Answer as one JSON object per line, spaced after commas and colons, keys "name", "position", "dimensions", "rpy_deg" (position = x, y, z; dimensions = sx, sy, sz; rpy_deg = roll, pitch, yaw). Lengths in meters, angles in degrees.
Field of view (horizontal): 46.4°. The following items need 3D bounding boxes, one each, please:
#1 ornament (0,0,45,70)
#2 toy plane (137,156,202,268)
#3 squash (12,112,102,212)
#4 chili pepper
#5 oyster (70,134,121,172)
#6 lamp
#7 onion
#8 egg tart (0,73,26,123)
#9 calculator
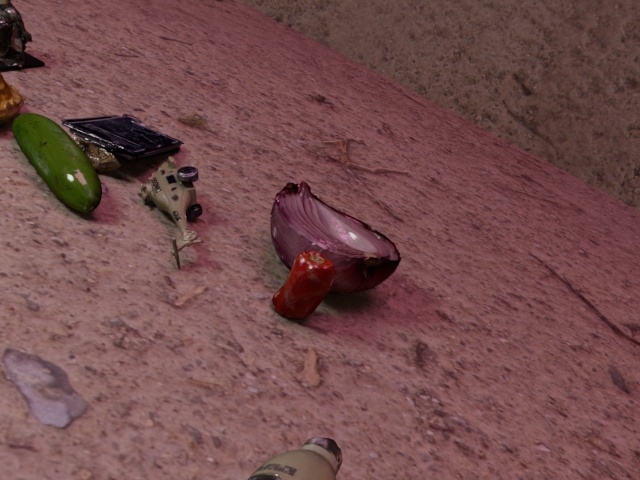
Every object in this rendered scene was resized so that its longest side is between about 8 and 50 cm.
{"name": "ornament", "position": [-0.679, -0.485, 1.608], "dimensions": [0.166, 0.196, 0.153], "rpy_deg": [30, 27, 10]}
{"name": "toy plane", "position": [-0.251, -0.061, 1.284], "dimensions": [0.108, 0.092, 0.286], "rpy_deg": [-12, 37, -18]}
{"name": "squash", "position": [-0.452, -0.144, 1.270], "dimensions": [0.082, 0.082, 0.292], "rpy_deg": [-4, 37, -44]}
{"name": "chili pepper", "position": [-0.025, 0.070, 1.166], "dimensions": [0.073, 0.123, 0.070], "rpy_deg": [37, 40, 10]}
{"name": "oyster", "position": [-0.408, -0.151, 1.342], "dimensions": [0.083, 0.080, 0.038], "rpy_deg": [10, 53, 29]}
{"name": "lamp", "position": [-0.043, 0.287, 0.772], "dimensions": [0.101, 0.101, 0.250], "rpy_deg": [29, 31, 12]}
{"name": "onion", "position": [0.000, 0.000, 1.324], "dimensions": [0.227, 0.120, 0.283], "rpy_deg": [12, 27, -37]}
{"name": "egg tart", "position": [-0.689, -0.311, 1.342], "dimensions": [0.319, 0.128, 0.319], "rpy_deg": [20, 23, -9]}
{"name": "calculator", "position": [-0.382, -0.207, 1.465], "dimensions": [0.166, 0.028, 0.274], "rpy_deg": [25, 14, 2]}
